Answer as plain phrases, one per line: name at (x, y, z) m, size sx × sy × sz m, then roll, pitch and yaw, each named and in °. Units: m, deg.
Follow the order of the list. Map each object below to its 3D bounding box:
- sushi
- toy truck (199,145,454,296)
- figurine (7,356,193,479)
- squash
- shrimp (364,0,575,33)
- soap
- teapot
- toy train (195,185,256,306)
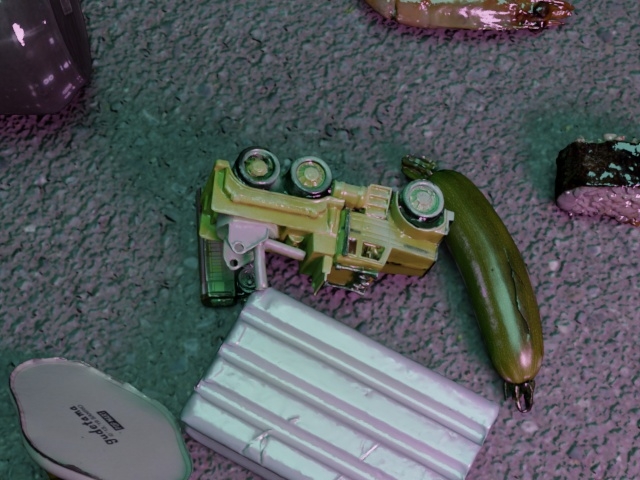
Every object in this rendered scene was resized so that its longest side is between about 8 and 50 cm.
sushi at (0.339, -0.069, 1.428) m, size 0.150 × 0.090 × 0.078 m, roll 6°, pitch 65°, yaw 5°
toy truck at (0.003, -0.002, 1.361) m, size 0.259 × 0.128 × 0.135 m, roll 8°, pitch 65°, yaw -14°
figurine at (-0.241, 0.241, 1.324) m, size 0.166 × 0.141 × 0.250 m, roll -4°, pitch 30°, yaw -35°
squash at (0.182, 0.031, 1.398) m, size 0.080 × 0.071 × 0.318 m, roll -20°, pitch 70°, yaw -6°
shrimp at (0.175, -0.307, 1.539) m, size 0.267 × 0.061 × 0.145 m, roll 12°, pitch 60°, yaw 8°
soap at (0.018, 0.186, 1.328) m, size 0.289 × 0.095 × 0.173 m, roll 26°, pitch 71°, yaw 10°
teapot at (-0.454, -0.249, 1.440) m, size 0.344 × 0.253 × 0.300 m, roll -13°, pitch 36°, yaw 1°
toy train at (-0.103, 0.003, 1.430) m, size 0.071 × 0.038 × 0.148 m, roll -4°, pitch 68°, yaw -1°
